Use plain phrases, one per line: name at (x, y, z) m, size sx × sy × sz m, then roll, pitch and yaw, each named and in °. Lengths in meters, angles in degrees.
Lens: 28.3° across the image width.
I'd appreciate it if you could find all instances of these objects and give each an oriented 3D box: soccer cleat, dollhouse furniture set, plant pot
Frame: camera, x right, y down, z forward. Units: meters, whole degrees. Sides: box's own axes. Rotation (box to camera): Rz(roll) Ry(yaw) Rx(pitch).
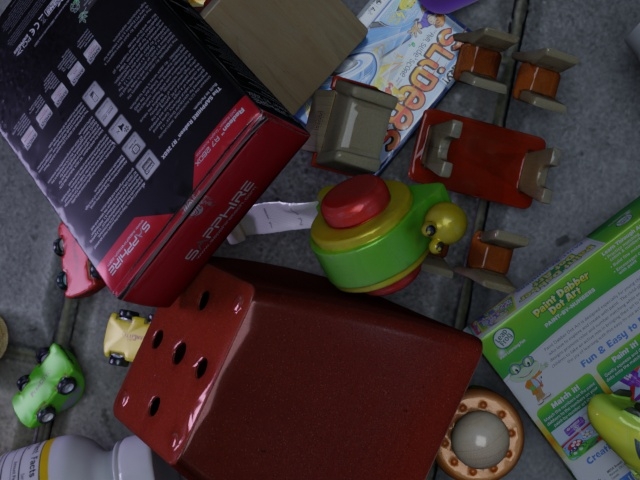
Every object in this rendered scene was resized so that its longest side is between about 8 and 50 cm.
soccer cleat at (0.381, 0.256, 1.322) m, size 0.289 × 0.093 × 0.121 m, roll 31°, pitch 105°, yaw -18°
dollhouse furniture set at (0.124, -0.101, 1.379) m, size 0.259 × 0.135 × 0.262 m, roll 14°, pitch 93°, yaw -17°
plant pot at (-0.047, 0.150, 1.270) m, size 0.236 × 0.267 × 0.267 m, roll 26°, pitch 87°, yaw -29°

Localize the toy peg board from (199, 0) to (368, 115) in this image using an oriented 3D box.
toy peg board at (-0.064, -0.231, 1.395) m, size 0.160 × 0.079 × 0.161 m, roll -48°, pitch 126°, yaw 2°

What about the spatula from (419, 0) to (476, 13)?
spatula at (0.087, -0.391, 1.436) m, size 0.084 × 0.030 × 0.296 m, roll -27°, pitch 82°, yaw -17°

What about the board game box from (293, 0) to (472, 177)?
board game box at (0.073, -0.186, 1.445) m, size 0.136 × 0.035 × 0.201 m, roll 39°, pitch 90°, yaw 6°

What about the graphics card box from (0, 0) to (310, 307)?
graphics card box at (-0.200, -0.138, 1.282) m, size 0.233 × 0.094 × 0.371 m, roll -51°, pitch 58°, yaw 14°

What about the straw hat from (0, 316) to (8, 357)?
straw hat at (-0.429, 0.131, 1.443) m, size 0.144 × 0.144 × 0.061 m, roll 17°, pitch 128°, yaw 5°

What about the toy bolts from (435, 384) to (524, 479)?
toy bolts at (0.082, 0.229, 1.350) m, size 0.218 × 0.158 × 0.228 m, roll 33°, pitch 89°, yaw 6°

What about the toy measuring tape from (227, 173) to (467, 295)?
toy measuring tape at (0.000, 0.000, 1.280) m, size 0.330 × 0.121 × 0.121 m, roll -4°, pitch 84°, yaw 39°

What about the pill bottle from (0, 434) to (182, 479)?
pill bottle at (-0.315, 0.318, 1.359) m, size 0.334 × 0.188 × 0.188 m, roll -17°, pitch 85°, yaw 3°

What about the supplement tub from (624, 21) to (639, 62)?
supplement tub at (0.499, -0.157, 1.312) m, size 0.235 × 0.235 × 0.325 m, roll -42°, pitch 84°, yaw 0°

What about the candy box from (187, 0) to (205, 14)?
candy box at (-0.196, -0.406, 1.455) m, size 0.183 × 0.087 × 0.316 m, roll -2°, pitch 87°, yaw 5°

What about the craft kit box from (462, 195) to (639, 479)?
craft kit box at (0.322, 0.120, 1.355) m, size 0.250 × 0.061 × 0.246 m, roll -37°, pitch 107°, yaw 0°

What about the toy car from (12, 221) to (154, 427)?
toy car at (-0.264, 0.117, 1.422) m, size 0.225 × 0.053 × 0.239 m, roll -52°, pitch 56°, yaw 14°
